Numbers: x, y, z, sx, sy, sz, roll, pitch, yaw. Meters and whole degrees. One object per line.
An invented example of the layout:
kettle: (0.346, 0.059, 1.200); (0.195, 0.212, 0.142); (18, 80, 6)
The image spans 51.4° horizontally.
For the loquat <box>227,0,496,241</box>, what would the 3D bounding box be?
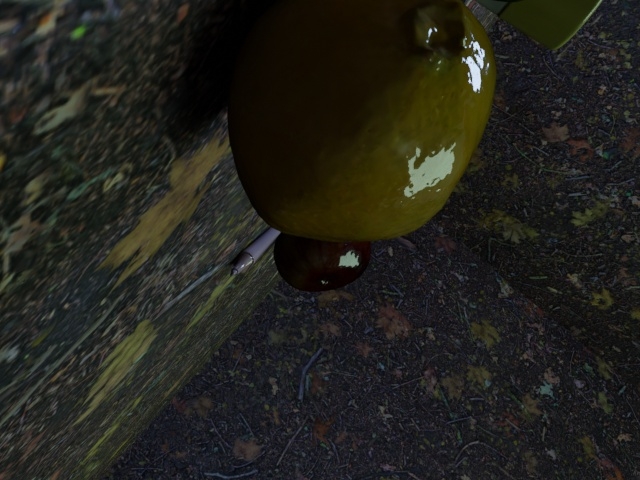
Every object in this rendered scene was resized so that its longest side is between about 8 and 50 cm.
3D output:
loquat: (0.019, -0.087, 0.467); (0.187, 0.176, 0.234); (-49, -172, -21)

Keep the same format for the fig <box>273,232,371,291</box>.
fig: (0.003, 0.017, 1.595); (0.235, 0.235, 0.214); (-51, -145, 19)

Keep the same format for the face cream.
face cream: (0.394, -0.467, 1.144); (0.218, 0.179, 0.218); (-57, -178, 3)

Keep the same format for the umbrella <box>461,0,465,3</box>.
umbrella: (0.250, -0.441, 1.093); (0.044, 0.044, 0.269); (17, 111, -47)

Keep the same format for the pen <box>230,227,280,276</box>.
pen: (-0.131, 0.024, 1.299); (0.053, 0.032, 0.197); (-50, -179, 29)
